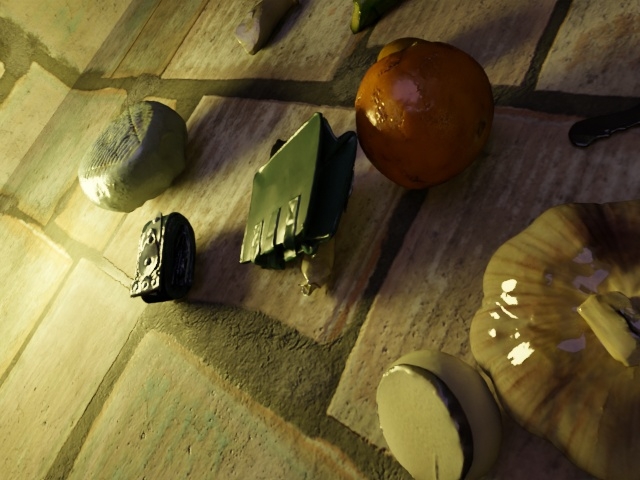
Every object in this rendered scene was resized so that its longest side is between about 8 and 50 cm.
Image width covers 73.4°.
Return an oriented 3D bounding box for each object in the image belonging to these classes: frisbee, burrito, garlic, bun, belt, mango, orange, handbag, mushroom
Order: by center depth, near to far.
[{"bbox_3d":[0.330,0.096,0.492,0.321,0.241,0.322,-24,33,16],"label":"garlic"},{"bbox_3d":[0.163,0.228,0.575,0.172,0.119,0.173,16,110,52],"label":"bun"},{"bbox_3d":[0.515,-0.185,0.652,0.211,0.012,0.188,-37,52,10],"label":"frisbee"},{"bbox_3d":[0.176,-0.214,0.743,0.239,0.240,0.240,-15,57,26],"label":"orange"},{"bbox_3d":[-0.054,-0.075,0.829,0.326,0.089,0.239,-23,53,58],"label":"handbag"},{"bbox_3d":[0.000,0.000,0.846,0.087,0.060,0.226,126,155,-63],"label":"burrito"},{"bbox_3d":[0.199,-0.375,0.913,0.163,0.089,0.111,29,82,32],"label":"mango"},{"bbox_3d":[-0.356,0.039,1.023,0.128,0.122,0.218,-15,64,24],"label":"belt"},{"bbox_3d":[-0.514,-0.227,1.226,0.354,0.194,0.355,-18,54,26],"label":"bun"},{"bbox_3d":[-0.172,-0.679,1.320,0.247,0.096,0.108,-52,24,-6],"label":"mushroom"}]

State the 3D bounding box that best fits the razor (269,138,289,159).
[{"bbox_3d":[-0.049,-0.201,0.998,0.147,0.054,0.090,-5,62,32],"label":"razor"}]

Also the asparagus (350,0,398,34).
[{"bbox_3d":[0.207,-0.651,1.067,0.342,0.085,0.082,-33,28,17],"label":"asparagus"}]
